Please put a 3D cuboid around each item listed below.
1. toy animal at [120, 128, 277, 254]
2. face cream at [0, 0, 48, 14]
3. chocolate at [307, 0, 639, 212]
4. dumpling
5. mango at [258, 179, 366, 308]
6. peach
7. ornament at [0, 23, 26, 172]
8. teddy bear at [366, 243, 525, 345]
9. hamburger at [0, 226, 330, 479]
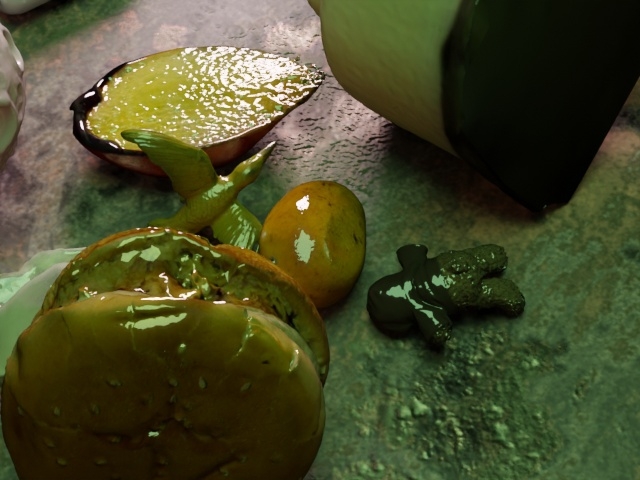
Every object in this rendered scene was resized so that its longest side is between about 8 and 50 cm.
[{"bbox_3d":[-0.114,-0.053,1.946,0.219,0.095,0.155,50,61,-12],"label":"toy animal"},{"bbox_3d":[-0.277,-0.370,2.205,0.291,0.071,0.144,-31,60,-20],"label":"face cream"},{"bbox_3d":[0.159,-0.247,1.984,0.297,0.326,0.314,25,83,43],"label":"chocolate"},{"bbox_3d":[-0.241,0.083,1.832,0.250,0.132,0.162,-3,57,-2],"label":"dumpling"},{"bbox_3d":[-0.006,-0.003,1.913,0.115,0.089,0.165,33,48,-25],"label":"mango"},{"bbox_3d":[-0.131,-0.138,2.036,0.279,0.068,0.189,-7,46,-2],"label":"peach"},{"bbox_3d":[-0.434,-0.147,1.924,0.259,0.259,0.225,28,16,19],"label":"ornament"},{"bbox_3d":[0.125,0.045,1.890,0.160,0.078,0.119,-14,58,-11],"label":"teddy bear"},{"bbox_3d":[-0.142,0.146,1.690,0.289,0.314,0.170,12,40,-8],"label":"hamburger"}]
